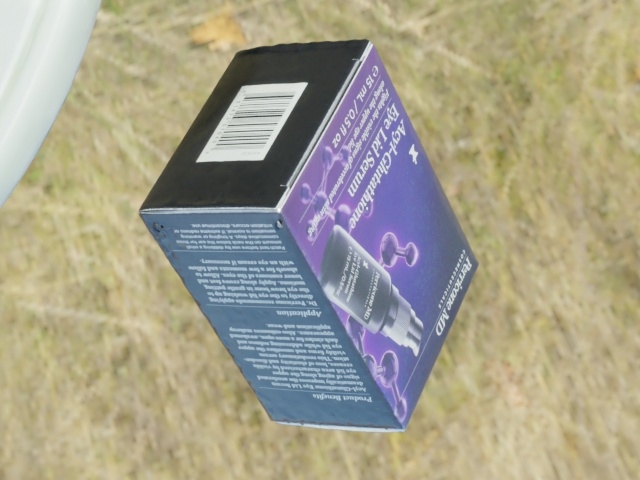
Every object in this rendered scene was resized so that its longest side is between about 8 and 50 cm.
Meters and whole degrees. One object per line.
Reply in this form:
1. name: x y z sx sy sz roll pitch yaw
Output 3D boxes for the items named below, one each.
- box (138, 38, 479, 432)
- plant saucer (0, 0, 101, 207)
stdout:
1. box: 0.000 0.000 1.034 0.108 0.153 0.207 0 137 33
2. plant saucer: -0.266 -0.147 0.703 0.400 0.400 0.100 -36 155 22
